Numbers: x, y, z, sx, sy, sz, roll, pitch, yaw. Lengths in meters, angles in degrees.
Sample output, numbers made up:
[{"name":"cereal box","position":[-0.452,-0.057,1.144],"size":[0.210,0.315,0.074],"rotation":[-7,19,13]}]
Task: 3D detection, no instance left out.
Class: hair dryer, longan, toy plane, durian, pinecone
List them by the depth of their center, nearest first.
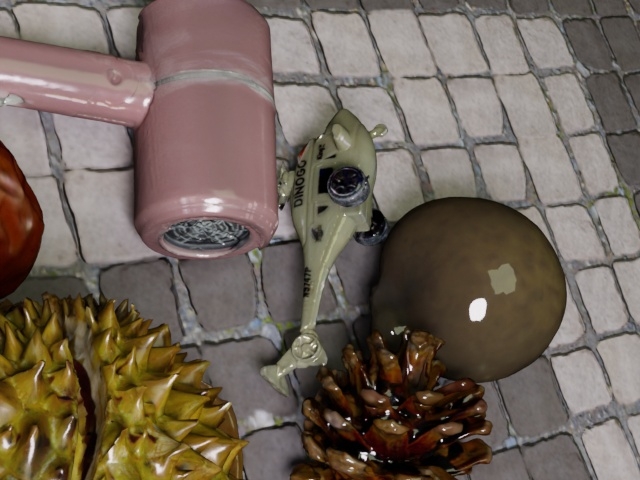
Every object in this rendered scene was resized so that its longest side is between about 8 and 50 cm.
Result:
[{"name":"durian","position":[-0.202,0.200,0.639],"size":[0.347,0.384,0.347],"rotation":[45,6,-6]},{"name":"hair dryer","position":[-0.205,-0.109,0.961],"size":[0.353,0.125,0.210],"rotation":[7,65,-23]},{"name":"pinecone","position":[0.067,0.170,0.976],"size":[0.179,0.150,0.195],"rotation":[0,91,-50]},{"name":"toy plane","position":[0.000,0.000,1.055],"size":[0.092,0.108,0.286],"rotation":[60,32,-58]},{"name":"longan","position":[0.132,0.049,1.093],"size":[0.204,0.159,0.185],"rotation":[-29,72,-22]}]

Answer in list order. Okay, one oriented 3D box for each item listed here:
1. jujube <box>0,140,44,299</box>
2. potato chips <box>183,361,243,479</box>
[{"name":"jujube","position":[-0.316,-0.014,0.776],"size":[0.251,0.174,0.174],"rotation":[11,62,-40]},{"name":"potato chips","position":[-0.135,0.188,0.892],"size":[0.150,0.049,0.201],"rotation":[9,65,-28]}]
